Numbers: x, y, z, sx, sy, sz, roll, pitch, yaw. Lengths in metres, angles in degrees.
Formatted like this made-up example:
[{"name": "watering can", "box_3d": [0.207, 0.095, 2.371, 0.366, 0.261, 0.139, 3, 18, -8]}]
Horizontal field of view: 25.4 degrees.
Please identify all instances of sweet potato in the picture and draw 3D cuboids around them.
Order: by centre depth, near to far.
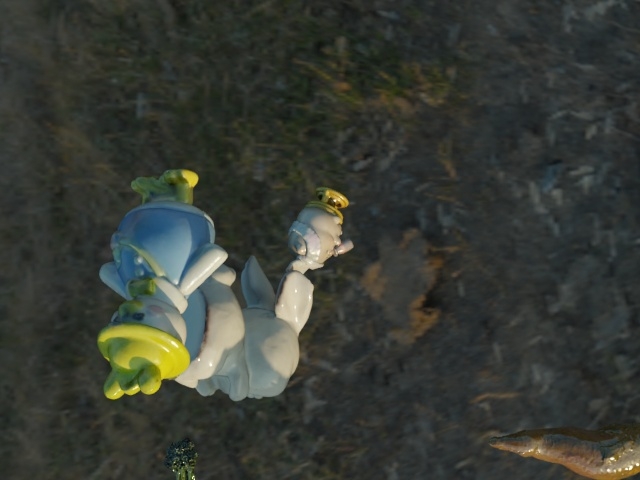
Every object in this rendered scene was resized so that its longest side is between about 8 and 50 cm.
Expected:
[{"name": "sweet potato", "box_3d": [0.296, 0.236, 1.571, 0.226, 0.068, 0.068, -2, 91, -7]}]

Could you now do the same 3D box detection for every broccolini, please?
[{"name": "broccolini", "box_3d": [-0.158, 0.325, 1.718, 0.042, 0.044, 0.218, 0, 125, 6]}]

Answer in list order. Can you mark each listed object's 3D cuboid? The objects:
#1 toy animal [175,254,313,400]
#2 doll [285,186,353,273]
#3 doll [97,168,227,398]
[{"name": "toy animal", "box_3d": [-0.108, 0.107, 1.743, 0.127, 0.193, 0.178, 5, 91, 48]}, {"name": "doll", "box_3d": [0.000, 0.000, 1.819, 0.084, 0.073, 0.127, 24, 72, 1]}, {"name": "doll", "box_3d": [-0.162, 0.047, 1.402, 0.135, 0.099, 0.241, 7, 59, 3]}]
